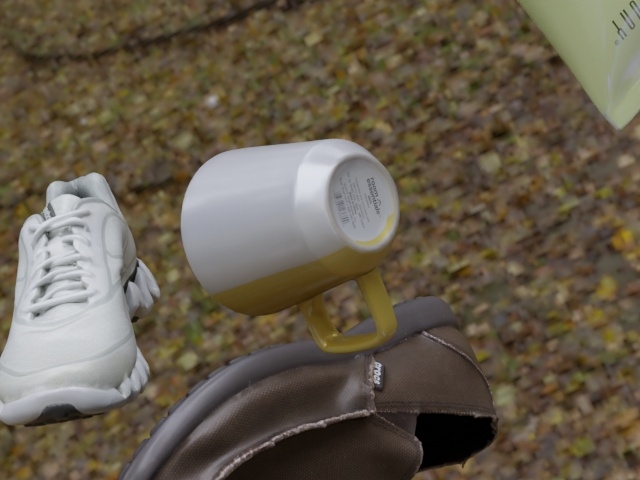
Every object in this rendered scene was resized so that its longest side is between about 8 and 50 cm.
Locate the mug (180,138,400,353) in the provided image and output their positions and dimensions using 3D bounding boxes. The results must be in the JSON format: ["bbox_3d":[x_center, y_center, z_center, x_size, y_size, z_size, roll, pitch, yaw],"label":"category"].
[{"bbox_3d":[0.000,-0.004,0.502,0.064,0.078,0.062,-14,48,48],"label":"mug"}]

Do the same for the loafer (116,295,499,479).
[{"bbox_3d":[0.007,0.141,0.947,0.366,0.130,0.134,-23,-28,-44],"label":"loafer"}]

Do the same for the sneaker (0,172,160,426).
[{"bbox_3d":[-0.178,0.038,0.996,0.110,0.118,0.292,-9,20,-2],"label":"sneaker"}]

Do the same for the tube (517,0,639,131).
[{"bbox_3d":[0.048,-0.153,0.456,0.070,0.240,0.062,-39,9,33],"label":"tube"}]
